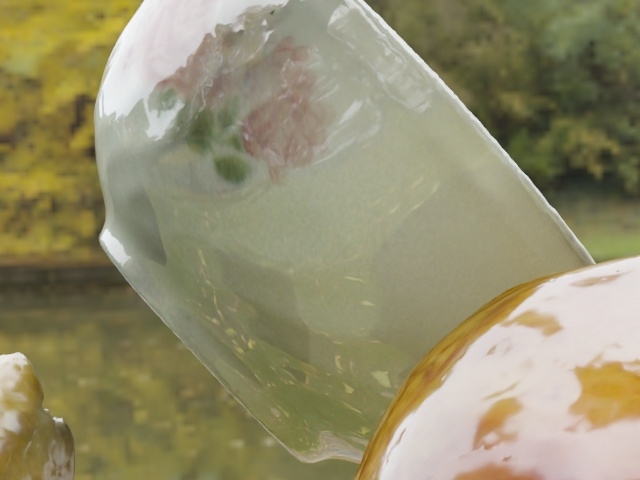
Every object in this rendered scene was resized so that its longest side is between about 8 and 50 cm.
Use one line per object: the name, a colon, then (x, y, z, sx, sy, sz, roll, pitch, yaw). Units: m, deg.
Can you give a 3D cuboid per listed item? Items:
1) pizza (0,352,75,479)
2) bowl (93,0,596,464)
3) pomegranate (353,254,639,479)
pizza: (-0.180, 0.199, 0.676, 0.087, 0.268, 0.258, 19, 23, 9)
bowl: (0.000, 0.000, 0.832, 0.145, 0.277, 0.277, -44, 3, -1)
pomegranate: (0.130, 0.137, 0.595, 0.270, 0.252, 0.229, 15, 20, 1)
